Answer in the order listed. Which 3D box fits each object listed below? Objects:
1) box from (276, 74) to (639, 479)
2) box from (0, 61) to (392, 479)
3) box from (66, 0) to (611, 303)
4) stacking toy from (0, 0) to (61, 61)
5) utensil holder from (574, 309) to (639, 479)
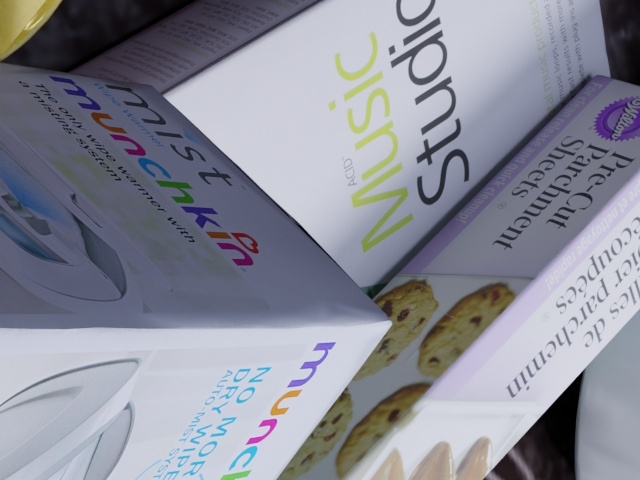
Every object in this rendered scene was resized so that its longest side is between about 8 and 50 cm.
[{"bbox_3d":[0.045,0.059,0.796,0.324,0.067,0.063,-44,132,-21],"label":"box"},{"bbox_3d":[-0.146,0.081,0.535,0.262,0.127,0.231,-54,154,18],"label":"box"},{"bbox_3d":[0.000,0.000,0.815,0.322,0.058,0.232,-34,127,-28],"label":"box"},{"bbox_3d":[-0.204,-0.207,0.546,0.280,0.130,0.308,2,104,-16],"label":"stacking toy"},{"bbox_3d":[0.362,0.088,0.916,0.328,0.385,0.327,-32,134,-41],"label":"utensil holder"}]
